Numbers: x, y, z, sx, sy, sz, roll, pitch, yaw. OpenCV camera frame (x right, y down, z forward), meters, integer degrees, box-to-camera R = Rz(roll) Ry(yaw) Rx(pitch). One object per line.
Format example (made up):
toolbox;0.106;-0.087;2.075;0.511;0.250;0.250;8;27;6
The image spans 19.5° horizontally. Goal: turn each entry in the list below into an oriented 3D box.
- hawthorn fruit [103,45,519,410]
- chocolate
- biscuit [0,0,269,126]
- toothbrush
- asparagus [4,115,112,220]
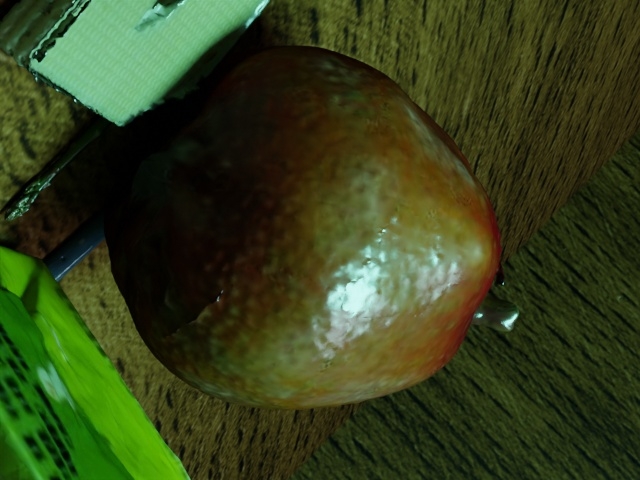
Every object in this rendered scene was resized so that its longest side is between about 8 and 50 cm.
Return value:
hawthorn fruit;-0.012;-0.012;1.395;0.311;0.295;0.295;-2;135;-49
chocolate;-0.211;0.144;1.232;0.137;0.301;0.289;-35;167;7
biscuit;-0.114;-0.149;1.216;0.147;0.046;0.250;-50;165;3
toothbrush;-0.152;-0.031;1.482;0.275;0.019;0.025;-44;173;-17
asparagus;-0.166;-0.073;1.335;0.166;0.013;0.016;-46;155;-10
